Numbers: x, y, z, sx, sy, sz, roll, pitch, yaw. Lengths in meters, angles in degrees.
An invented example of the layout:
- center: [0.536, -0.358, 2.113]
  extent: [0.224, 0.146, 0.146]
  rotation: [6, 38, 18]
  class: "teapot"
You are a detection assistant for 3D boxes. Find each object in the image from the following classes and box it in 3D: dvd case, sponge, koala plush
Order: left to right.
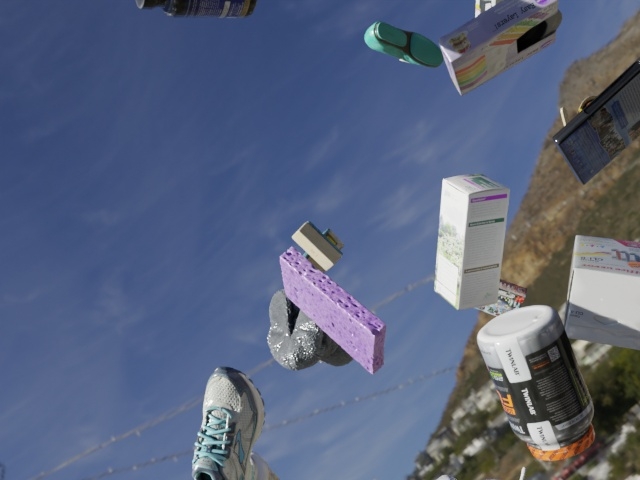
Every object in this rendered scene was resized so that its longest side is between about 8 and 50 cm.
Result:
- center: [0.008, 0.228, 1.783]
  extent: [0.196, 0.203, 0.221]
  rotation: [-16, -35, 40]
  class: "koala plush"
- center: [0.019, 0.108, 1.188]
  extent: [0.031, 0.210, 0.117]
  rotation: [-37, -33, -24]
  class: "sponge"
- center: [0.527, -0.222, 1.332]
  extent: [0.253, 0.022, 0.180]
  rotation: [-43, -37, 10]
  class: "dvd case"

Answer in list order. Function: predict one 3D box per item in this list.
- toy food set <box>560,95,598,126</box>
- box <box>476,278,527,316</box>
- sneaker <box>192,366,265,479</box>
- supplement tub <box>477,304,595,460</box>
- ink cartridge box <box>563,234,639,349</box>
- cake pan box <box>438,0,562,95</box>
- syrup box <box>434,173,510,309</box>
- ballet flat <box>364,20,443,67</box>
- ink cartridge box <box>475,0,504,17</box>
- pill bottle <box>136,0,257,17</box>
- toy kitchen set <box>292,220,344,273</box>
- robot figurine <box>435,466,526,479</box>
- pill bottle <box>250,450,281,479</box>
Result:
- center: [0.612, -0.253, 1.667]
  extent: [0.192, 0.132, 0.038]
  rotation: [-17, 1, -29]
  class: "toy food set"
- center: [0.357, 0.115, 1.621]
  extent: [0.094, 0.137, 0.027]
  rotation: [97, -164, -49]
  class: "box"
- center: [-0.172, 0.367, 1.363]
  extent: [0.122, 0.110, 0.283]
  rotation: [-28, -58, -65]
  class: "sneaker"
- center: [0.299, 0.195, 1.050]
  extent: [0.117, 0.190, 0.117]
  rotation: [-22, 7, 3]
  class: "supplement tub"
- center: [0.481, 0.082, 1.283]
  extent: [0.176, 0.128, 0.127]
  rotation: [-45, -40, -63]
  class: "ink cartridge box"
- center: [0.404, -0.449, 1.712]
  extent: [0.266, 0.070, 0.246]
  rotation: [-29, -12, 9]
  class: "cake pan box"
- center: [0.283, 0.002, 1.446]
  extent: [0.096, 0.093, 0.237]
  rotation: [-8, -66, -21]
  class: "syrup box"
- center: [0.222, -0.531, 2.093]
  extent: [0.247, 0.083, 0.087]
  rotation: [14, -9, -32]
  class: "ballet flat"
- center: [0.531, -0.696, 2.318]
  extent: [0.127, 0.072, 0.175]
  rotation: [-23, -60, -42]
  class: "ink cartridge box"
- center: [-0.240, -0.490, 1.471]
  extent: [0.219, 0.123, 0.123]
  rotation: [-7, -38, -25]
  class: "pill bottle"
- center: [0.000, 0.000, 1.963]
  extent: [0.166, 0.122, 0.207]
  rotation: [-47, 3, -30]
  class: "toy kitchen set"
- center: [0.276, 0.569, 1.361]
  extent: [0.353, 0.300, 0.200]
  rotation: [-39, -2, -7]
  class: "robot figurine"
- center: [-0.157, 0.536, 1.688]
  extent: [0.117, 0.117, 0.215]
  rotation: [-34, -35, -10]
  class: "pill bottle"
